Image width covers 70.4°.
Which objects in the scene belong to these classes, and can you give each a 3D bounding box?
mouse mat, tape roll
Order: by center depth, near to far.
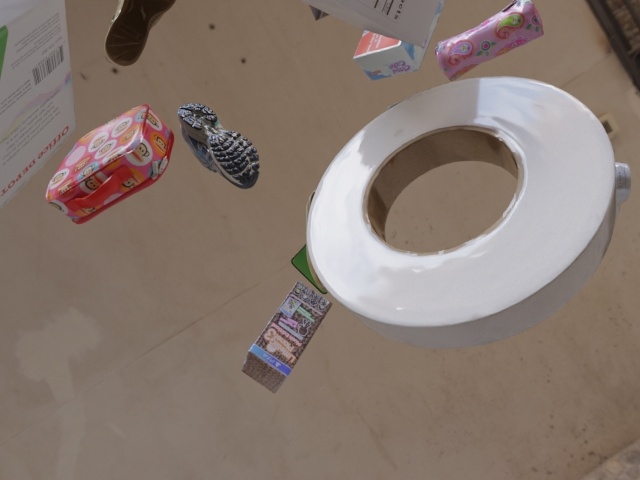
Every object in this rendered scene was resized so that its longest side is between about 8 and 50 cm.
[{"bbox_3d":[0.162,-0.054,0.599,0.391,0.072,0.393,-19,48,23],"label":"tape roll"},{"bbox_3d":[0.021,0.049,1.389,0.190,0.152,0.007,-47,8,-14],"label":"mouse mat"}]

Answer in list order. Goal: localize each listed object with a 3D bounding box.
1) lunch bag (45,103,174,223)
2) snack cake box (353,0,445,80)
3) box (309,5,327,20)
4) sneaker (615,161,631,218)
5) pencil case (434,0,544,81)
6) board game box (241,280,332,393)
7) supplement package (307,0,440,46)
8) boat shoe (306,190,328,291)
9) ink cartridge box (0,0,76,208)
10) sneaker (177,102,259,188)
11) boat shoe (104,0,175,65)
[{"bbox_3d":[-0.491,-0.172,1.062,0.292,0.120,0.258,-26,42,13],"label":"lunch bag"},{"bbox_3d":[0.200,-0.534,1.100,0.152,0.089,0.265,9,73,47],"label":"snack cake box"},{"bbox_3d":[0.090,-0.890,1.442,0.293,0.183,0.296,-23,3,-2],"label":"box"},{"bbox_3d":[0.520,-0.085,0.872,0.091,0.094,0.258,0,-15,25],"label":"sneaker"},{"bbox_3d":[0.465,-0.560,1.266,0.283,0.124,0.124,-23,7,25],"label":"pencil case"},{"bbox_3d":[-0.113,0.321,1.502,0.291,0.141,0.232,-55,-5,-33],"label":"board game box"},{"bbox_3d":[0.052,-0.449,0.708,0.292,0.177,0.176,-1,-60,-46],"label":"supplement package"},{"bbox_3d":[0.000,0.000,0.839,0.068,0.190,0.072,-13,-15,5],"label":"boat shoe"},{"bbox_3d":[-0.338,-0.149,0.458,0.212,0.093,0.155,-50,14,56],"label":"ink cartridge box"},{"bbox_3d":[-0.255,-0.223,1.155,0.110,0.283,0.122,-30,-21,-31],"label":"sneaker"},{"bbox_3d":[-0.419,-0.538,1.046,0.089,0.104,0.285,25,83,50],"label":"boat shoe"}]
